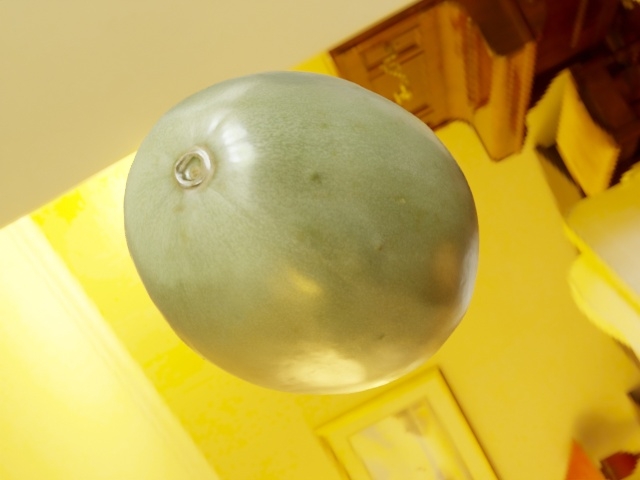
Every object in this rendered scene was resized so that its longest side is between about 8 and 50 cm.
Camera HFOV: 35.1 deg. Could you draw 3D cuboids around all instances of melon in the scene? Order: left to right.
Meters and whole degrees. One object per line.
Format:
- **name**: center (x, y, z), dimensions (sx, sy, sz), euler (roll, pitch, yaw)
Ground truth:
- **melon**: center (-0.011, -0.004, 0.796), dimensions (0.308, 0.272, 0.272), euler (26, -158, -28)
